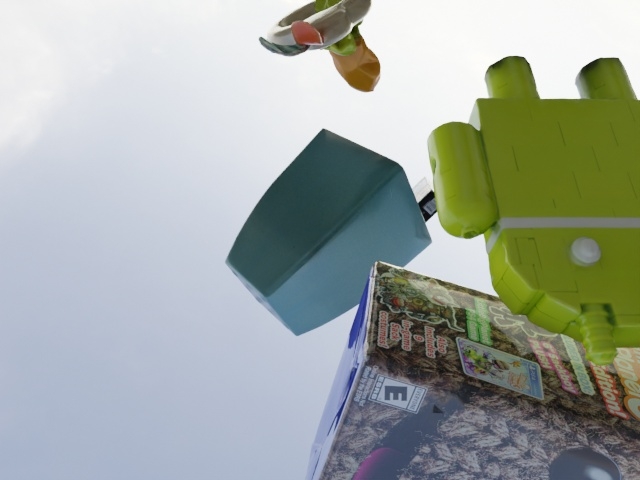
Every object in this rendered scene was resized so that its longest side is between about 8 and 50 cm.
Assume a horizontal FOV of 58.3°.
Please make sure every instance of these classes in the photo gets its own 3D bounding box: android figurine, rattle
[{"bbox_3d":[0.208,-0.035,0.437,0.248,0.056,0.273,2,-122,-1],"label":"android figurine"},{"bbox_3d":[0.008,-0.195,0.633,0.130,0.143,0.200,-7,-146,3],"label":"rattle"}]

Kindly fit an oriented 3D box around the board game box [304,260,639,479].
[{"bbox_3d":[0.147,0.183,0.486,0.291,0.232,0.141,16,-153,1],"label":"board game box"}]

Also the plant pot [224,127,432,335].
[{"bbox_3d":[0.000,0.000,0.792,0.234,0.166,0.165,-44,-134,-13],"label":"plant pot"}]

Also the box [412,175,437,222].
[{"bbox_3d":[0.128,-0.019,1.021,0.036,0.207,0.114,42,-164,-9],"label":"box"}]
